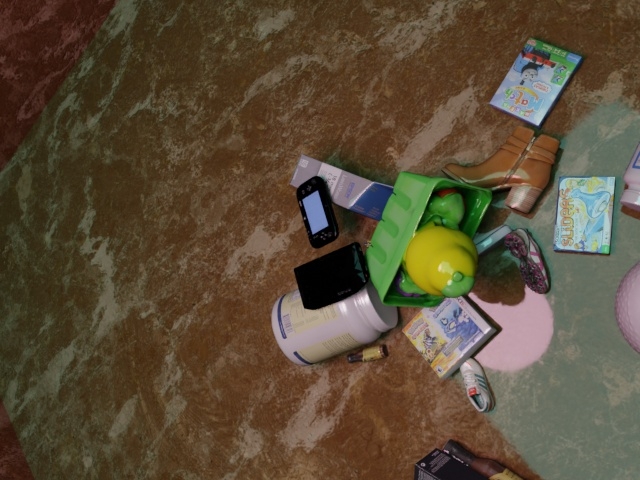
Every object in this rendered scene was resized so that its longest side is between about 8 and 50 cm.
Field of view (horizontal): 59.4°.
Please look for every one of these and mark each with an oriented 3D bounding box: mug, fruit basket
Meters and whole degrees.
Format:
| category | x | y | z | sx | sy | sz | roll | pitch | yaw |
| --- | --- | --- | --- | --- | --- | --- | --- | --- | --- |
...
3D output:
| category | x | y | z | sx | sy | sz | roll | pitch | yaw |
| --- | --- | --- | --- | --- | --- | --- | --- | --- | --- |
| mug | 0.827 | 0.118 | 1.206 | 0.374 | 0.328 | 0.276 | -43 | 65 | 17 |
| fruit basket | 0.305 | 0.026 | 1.440 | 0.392 | 0.283 | 0.392 | -10 | 77 | 49 |

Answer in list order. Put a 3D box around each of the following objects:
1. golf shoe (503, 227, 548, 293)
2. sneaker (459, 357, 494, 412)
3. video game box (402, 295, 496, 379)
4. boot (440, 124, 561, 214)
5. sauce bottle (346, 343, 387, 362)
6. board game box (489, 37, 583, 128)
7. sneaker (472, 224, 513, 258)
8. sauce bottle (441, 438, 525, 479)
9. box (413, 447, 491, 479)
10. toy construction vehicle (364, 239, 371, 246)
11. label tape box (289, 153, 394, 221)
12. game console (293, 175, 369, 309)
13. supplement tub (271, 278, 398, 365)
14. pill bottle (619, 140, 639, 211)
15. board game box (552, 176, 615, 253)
| category | x | y | z | sx | sy | sz | roll | pitch | yaw |
| --- | --- | --- | --- | --- | --- | --- | --- | --- | --- |
| golf shoe | 0.571 | 0.051 | 1.508 | 0.067 | 0.086 | 0.186 | -24 | 92 | 58 |
| sneaker | 0.423 | 0.395 | 1.538 | 0.057 | 0.075 | 0.161 | -27 | 71 | 23 |
| video game box | 0.361 | 0.255 | 1.594 | 0.205 | 0.048 | 0.187 | -49 | 50 | 14 |
| boot | 0.501 | -0.223 | 1.564 | 0.283 | 0.109 | 0.220 | 27 | 97 | 27 |
| sauce bottle | 0.142 | 0.352 | 1.723 | 0.128 | 0.042 | 0.042 | -21 | 73 | 28 |
| board game box | 0.604 | -0.444 | 1.581 | 0.160 | 0.039 | 0.211 | 35 | 101 | 28 |
| sneaker | 0.413 | 0.015 | 1.589 | 0.258 | 0.094 | 0.091 | -34 | 73 | 22 |
| sauce bottle | 0.469 | 0.648 | 1.457 | 0.344 | 0.111 | 0.111 | 27 | 96 | 30 |
| box | 0.338 | 0.708 | 1.455 | 0.184 | 0.103 | 0.261 | 21 | 118 | 44 |
| toy construction vehicle | 0.164 | 0.042 | 1.759 | 0.098 | 0.035 | 0.086 | 9 | 87 | 30 |
| label tape box | 0.109 | -0.139 | 1.697 | 0.333 | 0.240 | 0.106 | 25 | 95 | 30 |
| game console | 0.000 | 0.000 | 1.580 | 0.213 | 0.044 | 0.361 | -25 | 72 | 28 |
| supplement tub | 0.043 | 0.222 | 1.685 | 0.325 | 0.235 | 0.235 | -25 | 71 | 24 |
| pill bottle | 0.824 | -0.180 | 1.370 | 0.124 | 0.124 | 0.221 | 26 | 97 | 30 |
| board game box | 0.694 | -0.067 | 1.477 | 0.136 | 0.035 | 0.201 | 3 | 84 | 30 |
